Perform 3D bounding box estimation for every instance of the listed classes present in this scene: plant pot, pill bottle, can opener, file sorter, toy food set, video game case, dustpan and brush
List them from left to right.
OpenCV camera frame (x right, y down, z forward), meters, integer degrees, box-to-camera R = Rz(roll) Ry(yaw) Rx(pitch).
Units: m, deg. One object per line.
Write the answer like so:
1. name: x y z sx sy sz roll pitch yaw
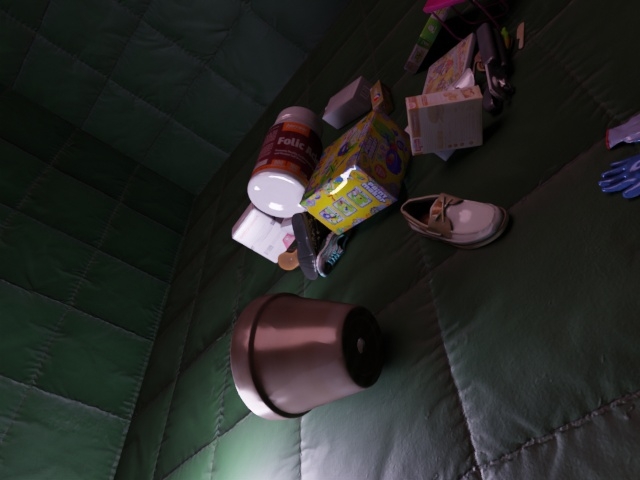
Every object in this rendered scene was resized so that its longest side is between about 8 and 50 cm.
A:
1. pill bottle: -0.113 -0.297 1.863 0.224 0.224 0.392 -34 33 43
2. plant pot: -0.008 0.272 1.250 0.280 0.323 0.323 -14 47 34
3. video game case: 0.407 -0.533 1.644 0.206 0.026 0.227 -28 38 56
4. dustpan and brush: 0.409 -0.391 1.451 0.147 0.060 0.211 -49 48 31
5. file sorter: 0.507 -0.807 1.592 0.202 0.182 0.291 18 79 59
6. can opener: 0.463 -0.473 1.398 0.095 0.076 0.284 -44 35 48
7. toy food set: 0.505 -0.557 1.491 0.192 0.038 0.132 -30 37 47

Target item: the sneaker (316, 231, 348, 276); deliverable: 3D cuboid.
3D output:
1. sneaker: 0.041 0.040 1.659 0.076 0.065 0.167 -9 56 54

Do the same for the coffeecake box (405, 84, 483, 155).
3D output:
1. coffeecake box: 0.324 -0.311 1.327 0.185 0.142 0.068 -7 43 10

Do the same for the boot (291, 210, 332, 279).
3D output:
1. boot: 0.001 -0.001 1.735 0.085 0.237 0.178 1 19 45

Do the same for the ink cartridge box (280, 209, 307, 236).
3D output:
1. ink cartridge box: -0.018 -0.147 1.915 0.197 0.114 0.273 -12 50 57

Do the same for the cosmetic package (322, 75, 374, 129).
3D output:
1. cosmetic package: 0.123 -0.584 2.171 0.238 0.107 0.127 -19 46 59

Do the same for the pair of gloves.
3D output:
1. pair of gloves: 0.586 -0.165 0.914 0.159 0.023 0.198 -22 42 55

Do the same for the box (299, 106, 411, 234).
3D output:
1. box: 0.118 -0.218 1.623 0.279 0.177 0.290 -31 28 46

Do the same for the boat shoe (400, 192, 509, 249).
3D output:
1. boat shoe: 0.304 -0.052 1.213 0.302 0.103 0.113 1 62 62

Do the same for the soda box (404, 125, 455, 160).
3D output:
1. soda box: 0.329 -0.312 1.507 0.074 0.069 0.216 -52 25 14

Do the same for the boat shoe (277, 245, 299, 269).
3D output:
1. boat shoe: -0.080 0.057 1.868 0.073 0.073 0.207 -29 8 -38

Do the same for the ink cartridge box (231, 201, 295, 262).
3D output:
1. ink cartridge box: -0.228 -0.034 2.058 0.159 0.217 0.092 -51 25 15

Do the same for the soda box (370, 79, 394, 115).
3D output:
1. soda box: 0.236 -0.544 1.956 0.058 0.061 0.181 -42 29 31

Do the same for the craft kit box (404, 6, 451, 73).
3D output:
1. craft kit box: 0.396 -0.751 1.789 0.250 0.060 0.246 -62 -3 -6
